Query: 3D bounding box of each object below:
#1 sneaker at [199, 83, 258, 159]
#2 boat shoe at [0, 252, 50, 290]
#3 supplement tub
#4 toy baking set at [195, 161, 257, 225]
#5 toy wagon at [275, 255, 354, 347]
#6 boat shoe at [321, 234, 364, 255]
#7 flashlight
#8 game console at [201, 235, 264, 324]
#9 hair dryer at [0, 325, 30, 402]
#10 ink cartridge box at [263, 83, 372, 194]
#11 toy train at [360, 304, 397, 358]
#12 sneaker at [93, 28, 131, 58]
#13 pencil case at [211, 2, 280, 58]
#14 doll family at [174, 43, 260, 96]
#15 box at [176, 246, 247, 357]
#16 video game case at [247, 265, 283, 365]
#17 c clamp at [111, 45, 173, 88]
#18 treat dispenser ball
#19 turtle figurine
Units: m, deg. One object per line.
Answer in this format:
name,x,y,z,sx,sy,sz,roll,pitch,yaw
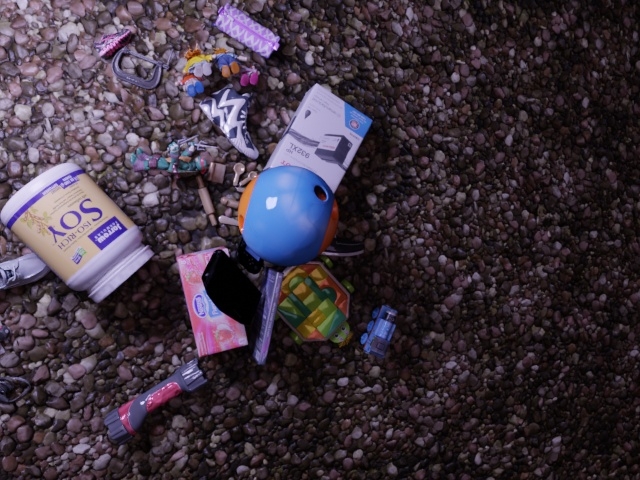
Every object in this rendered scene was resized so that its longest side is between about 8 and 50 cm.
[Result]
sneaker,-0.242,-0.380,1.489,0.153,0.094,0.235,-43,93,-2
boat shoe,-0.861,0.098,1.325,0.227,0.081,0.079,-22,98,-15
supplement tub,-0.647,-0.016,1.304,0.241,0.241,0.331,-44,103,-11
toy baking set,-0.278,-0.131,1.521,0.196,0.030,0.256,-15,96,-16
toy wagon,-0.005,0.224,1.597,0.267,0.068,0.344,-44,103,-11
boat shoe,0.000,0.000,1.567,0.302,0.114,0.091,1,97,-18
flashlight,-0.485,0.484,1.443,0.304,0.103,0.103,-29,99,-13
game console,-0.225,0.057,1.425,0.213,0.044,0.361,55,38,-39
hair dryer,-0.977,0.375,1.302,0.293,0.080,0.224,-15,97,-16
ink cartridge box,-0.009,-0.302,1.544,0.223,0.129,0.307,30,84,-16
toy train,0.206,0.310,1.645,0.080,0.105,0.184,27,85,-16
sneaker,-0.609,-0.587,1.400,0.119,0.047,0.057,-43,91,-12
pencil case,-0.225,-0.651,1.488,0.206,0.088,0.086,26,87,-17
doll family,-0.312,-0.529,1.436,0.262,0.163,0.118,-14,127,-16
box,-0.331,0.179,1.458,0.154,0.142,0.300,-12,95,-15
video game case,-0.172,0.223,1.479,0.026,0.196,0.274,13,88,-18
c clamp,-0.535,-0.529,1.436,0.160,0.022,0.137,12,94,-18
treat dispenser ball,-0.092,-0.070,1.370,0.288,0.288,0.288,-1,92,-17
turtle figurine,-0.421,-0.240,1.407,0.234,0.175,0.118,-4,96,-5
